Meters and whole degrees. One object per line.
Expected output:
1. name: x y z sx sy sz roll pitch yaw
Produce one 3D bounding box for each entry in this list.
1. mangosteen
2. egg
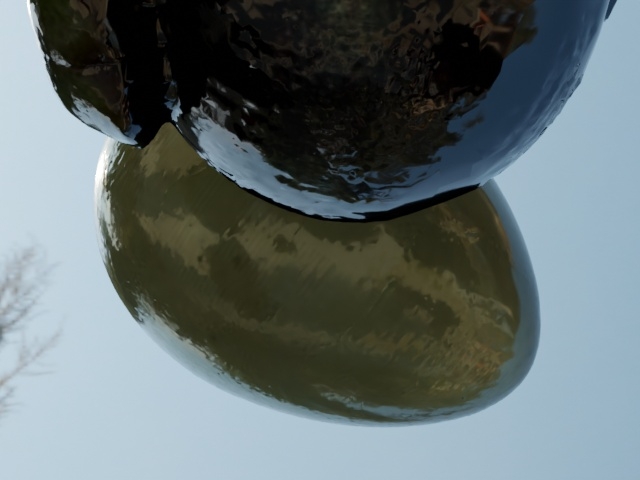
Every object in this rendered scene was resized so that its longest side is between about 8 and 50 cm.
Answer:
1. mangosteen: 0.001 -0.113 0.534 0.243 0.243 0.243 0 -90 26
2. egg: 0.000 0.000 0.795 0.295 0.218 0.218 33 -76 17
